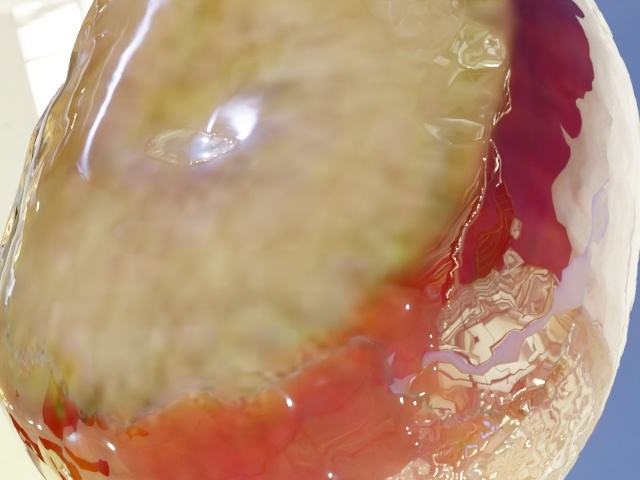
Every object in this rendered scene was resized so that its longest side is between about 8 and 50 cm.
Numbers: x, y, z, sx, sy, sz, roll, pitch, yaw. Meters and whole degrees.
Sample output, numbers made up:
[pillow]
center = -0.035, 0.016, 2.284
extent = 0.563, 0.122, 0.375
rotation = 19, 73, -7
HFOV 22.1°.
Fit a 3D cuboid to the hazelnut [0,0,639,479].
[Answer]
[hazelnut]
center = 0.000, 0.000, 0.893
extent = 0.359, 0.409, 0.359
rotation = 12, -32, 8
